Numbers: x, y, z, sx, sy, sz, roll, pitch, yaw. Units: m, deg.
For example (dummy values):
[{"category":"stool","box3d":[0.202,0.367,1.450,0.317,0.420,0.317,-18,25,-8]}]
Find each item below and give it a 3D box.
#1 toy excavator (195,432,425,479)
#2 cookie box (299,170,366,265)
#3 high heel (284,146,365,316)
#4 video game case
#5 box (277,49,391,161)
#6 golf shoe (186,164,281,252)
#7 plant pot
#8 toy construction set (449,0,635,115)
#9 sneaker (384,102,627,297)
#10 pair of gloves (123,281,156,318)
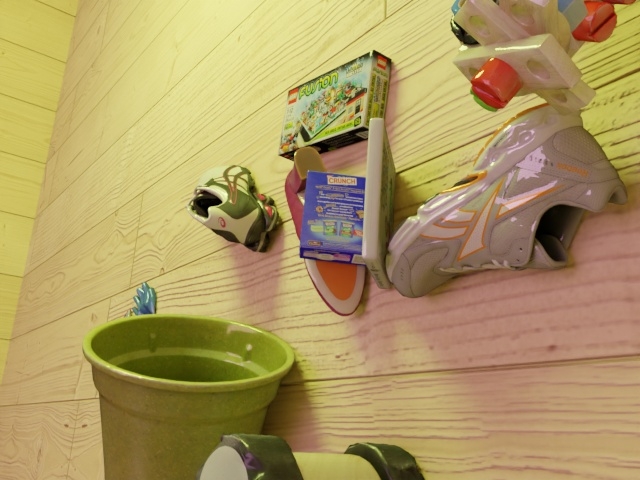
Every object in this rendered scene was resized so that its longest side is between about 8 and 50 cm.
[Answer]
[{"category":"toy excavator","box3d":[-0.043,0.460,0.543,0.433,0.222,0.445,-48,43,25]},{"category":"cookie box","box3d":[0.023,-0.028,0.768,0.040,0.092,0.107,100,176,-65]},{"category":"high heel","box3d":[0.000,0.000,0.841,0.117,0.082,0.244,101,150,-64]},{"category":"video game case","box3d":[0.069,-0.036,0.698,0.019,0.143,0.157,1,74,12]},{"category":"box","box3d":[0.015,-0.190,0.903,0.207,0.036,0.114,-8,70,53]},{"category":"golf shoe","box3d":[-0.169,-0.075,1.043,0.273,0.120,0.105,38,109,55]},{"category":"plant pot","box3d":[-0.187,0.261,0.843,0.276,0.276,0.253,20,105,55]},{"category":"toy construction set","box3d":[0.221,-0.194,0.464,0.328,0.151,0.215,-38,36,-11]},{"category":"sneaker","box3d":[0.162,-0.003,0.583,0.262,0.099,0.121,-51,58,41]},{"category":"pair of gloves","box3d":[-0.404,0.195,1.342,0.198,0.023,0.159,-50,41,30]}]
